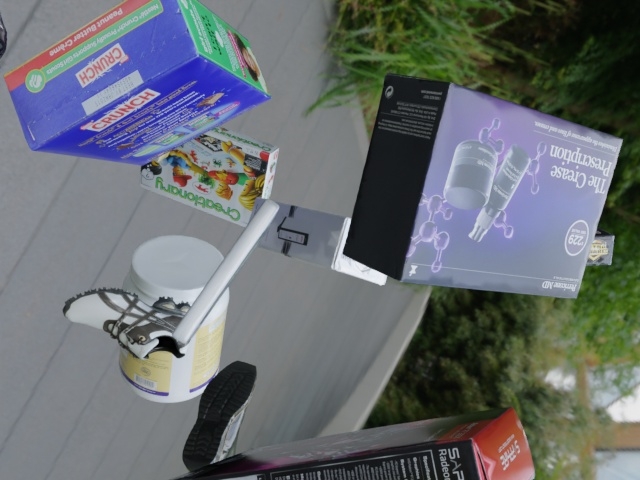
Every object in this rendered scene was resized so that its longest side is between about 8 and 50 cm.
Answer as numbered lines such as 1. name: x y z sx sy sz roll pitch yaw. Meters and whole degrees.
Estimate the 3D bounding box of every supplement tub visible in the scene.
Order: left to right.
1. supplement tub: -0.338 0.180 1.642 0.241 0.240 0.332 -47 155 -53

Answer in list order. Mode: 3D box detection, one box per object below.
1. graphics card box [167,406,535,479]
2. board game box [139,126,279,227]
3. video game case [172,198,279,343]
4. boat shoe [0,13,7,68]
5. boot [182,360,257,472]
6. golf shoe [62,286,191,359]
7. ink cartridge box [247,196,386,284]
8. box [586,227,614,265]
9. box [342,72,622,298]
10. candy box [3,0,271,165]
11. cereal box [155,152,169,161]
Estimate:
1. graphics card box: 0.033 0.271 0.803 0.232 0.370 0.094 10 66 -65
2. board game box: -0.252 -0.162 1.578 0.053 0.305 0.193 -49 156 -57
3. video game case: -0.116 0.041 0.885 0.190 0.022 0.173 -56 -177 -9
4. boat shoe: -0.538 -0.239 1.038 0.127 0.158 0.341 172 -91 -82
5. boot: -0.155 0.310 1.167 0.137 0.076 0.198 80 32 -48
6. golf shoe: -0.286 0.129 1.071 0.077 0.198 0.094 119 -27 -49
7. ink cartridge box: 0.000 0.000 1.164 0.148 0.203 0.086 19 86 -50
8. box: 0.414 -0.016 1.520 0.295 0.293 0.074 -113 -158 -71
9. box: 0.170 -0.047 0.729 0.261 0.103 0.185 7 103 -35
10. candy box: -0.249 -0.226 1.052 0.268 0.122 0.317 -25 177 12
11. cereal box: -0.386 -0.296 1.455 0.173 0.240 0.047 -58 175 30
